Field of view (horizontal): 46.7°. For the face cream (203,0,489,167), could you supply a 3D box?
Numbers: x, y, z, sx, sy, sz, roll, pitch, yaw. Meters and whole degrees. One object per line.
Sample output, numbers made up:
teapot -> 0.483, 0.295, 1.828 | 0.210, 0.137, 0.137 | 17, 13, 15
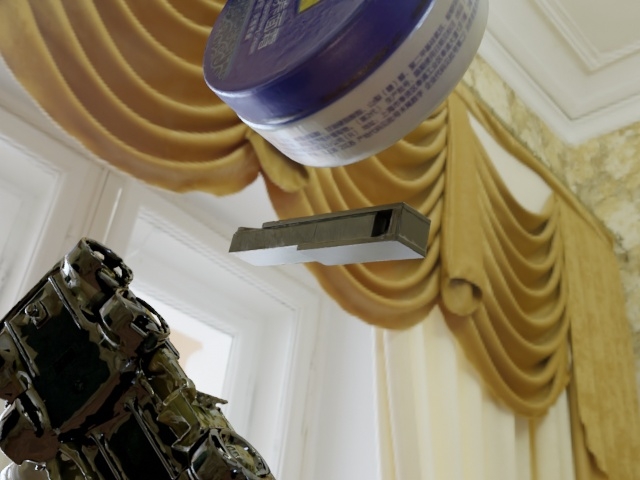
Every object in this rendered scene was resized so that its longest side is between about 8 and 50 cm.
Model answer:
face cream -> 0.019, -0.159, 0.558 | 0.206, 0.206, 0.111 | -19, -42, 37

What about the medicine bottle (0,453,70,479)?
medicine bottle -> -0.184, 0.267, 0.691 | 0.215, 0.135, 0.135 | 55, -39, 2

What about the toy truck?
toy truck -> -0.121, 0.125, 0.498 | 0.127, 0.257, 0.127 | -46, -38, 0

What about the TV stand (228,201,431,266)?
TV stand -> 0.000, 0.000, 0.793 | 0.256, 0.040, 0.049 | -7, -26, 45
